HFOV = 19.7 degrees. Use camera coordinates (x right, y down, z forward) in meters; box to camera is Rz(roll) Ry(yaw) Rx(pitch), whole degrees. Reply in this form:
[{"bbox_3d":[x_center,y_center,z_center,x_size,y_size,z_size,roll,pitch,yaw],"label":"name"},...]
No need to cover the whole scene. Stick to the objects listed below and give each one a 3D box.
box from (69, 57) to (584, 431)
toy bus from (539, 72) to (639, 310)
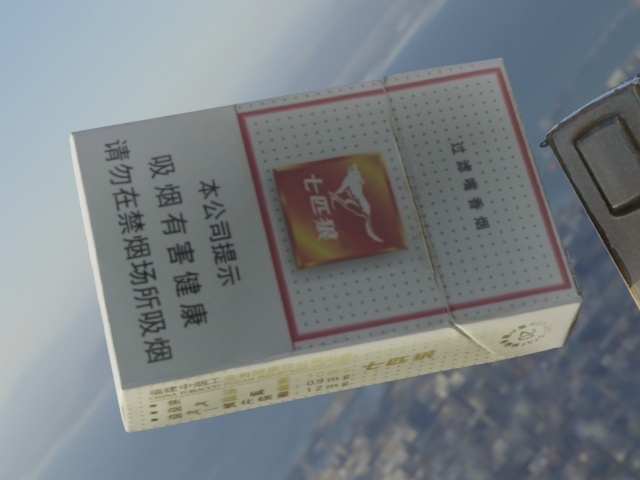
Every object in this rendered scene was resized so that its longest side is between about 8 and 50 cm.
[{"bbox_3d":[0.000,0.000,1.339,0.095,0.330,0.210,98,160,-62],"label":"box"},{"bbox_3d":[0.241,-0.029,1.342,0.091,0.182,0.103,-31,-8,23],"label":"toy bus"}]
